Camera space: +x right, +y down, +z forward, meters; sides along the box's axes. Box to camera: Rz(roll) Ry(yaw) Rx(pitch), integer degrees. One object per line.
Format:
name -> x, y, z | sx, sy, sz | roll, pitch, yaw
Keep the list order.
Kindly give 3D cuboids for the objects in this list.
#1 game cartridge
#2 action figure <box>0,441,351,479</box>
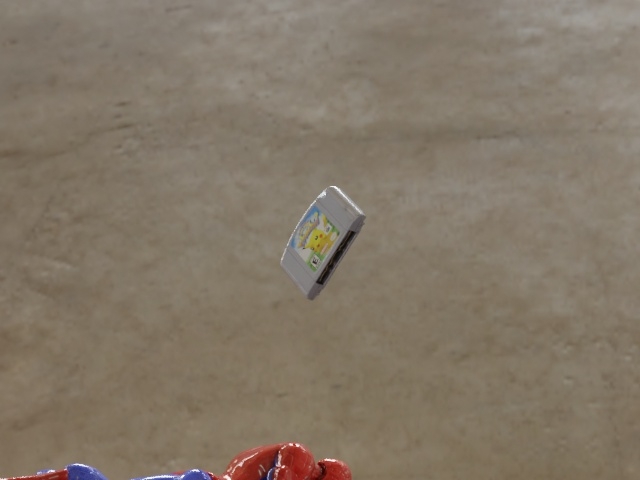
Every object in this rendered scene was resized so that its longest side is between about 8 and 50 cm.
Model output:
game cartridge -> 0.000, 0.000, 0.956 | 0.017, 0.083, 0.056 | 21, 18, -38
action figure -> -0.093, 0.203, 0.774 | 0.280, 0.139, 0.091 | -3, -11, -33
